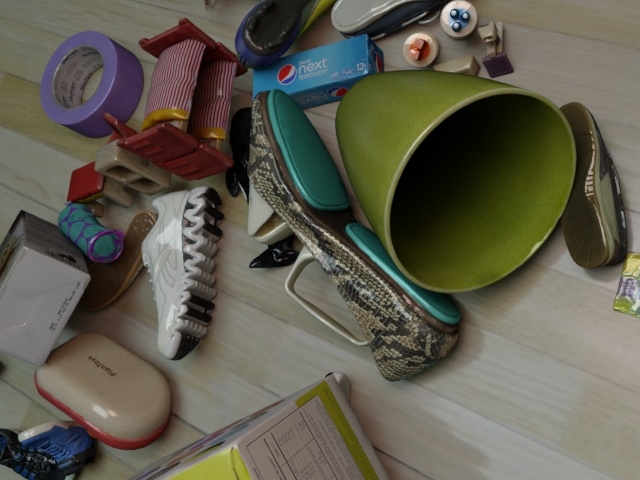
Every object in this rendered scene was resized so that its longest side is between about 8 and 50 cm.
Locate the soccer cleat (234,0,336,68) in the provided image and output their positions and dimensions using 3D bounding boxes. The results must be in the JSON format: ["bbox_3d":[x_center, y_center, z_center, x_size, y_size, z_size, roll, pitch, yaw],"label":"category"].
[{"bbox_3d":[-0.037,-0.389,1.328,0.093,0.121,0.289,45,69,-8],"label":"soccer cleat"}]

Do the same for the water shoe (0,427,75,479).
[{"bbox_3d":[-0.515,0.382,1.410,0.203,0.080,0.072,11,82,30],"label":"water shoe"}]

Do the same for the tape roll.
[{"bbox_3d":[-0.436,-0.297,1.550,0.189,0.080,0.188,-7,74,27],"label":"tape roll"}]

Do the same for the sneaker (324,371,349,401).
[{"bbox_3d":[-0.040,0.285,1.183,0.121,0.079,0.216,13,84,29],"label":"sneaker"}]

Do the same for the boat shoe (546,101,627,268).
[{"bbox_3d":[0.355,-0.071,1.075,0.080,0.073,0.223,-23,68,48],"label":"boat shoe"}]

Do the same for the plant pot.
[{"bbox_3d":[0.140,-0.121,1.102,0.274,0.275,0.293,-51,38,7],"label":"plant pot"}]

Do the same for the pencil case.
[{"bbox_3d":[-0.396,-0.015,1.398,0.070,0.064,0.152,-40,42,-17],"label":"pencil case"}]

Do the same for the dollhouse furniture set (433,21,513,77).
[{"bbox_3d":[0.218,-0.294,1.209,0.114,0.091,0.081,-12,56,28],"label":"dollhouse furniture set"}]

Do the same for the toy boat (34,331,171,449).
[{"bbox_3d":[-0.354,0.267,1.336,0.231,0.151,0.151,28,127,23],"label":"toy boat"}]

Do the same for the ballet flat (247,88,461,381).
[{"bbox_3d":[0.000,0.000,1.183,0.182,0.164,0.482,-44,70,22],"label":"ballet flat"}]

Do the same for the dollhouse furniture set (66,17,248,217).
[{"bbox_3d":[-0.309,-0.193,1.370,0.374,0.152,0.201,-15,61,38],"label":"dollhouse furniture set"}]

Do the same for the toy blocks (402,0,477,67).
[{"bbox_3d":[0.172,-0.300,1.185,0.123,0.148,0.054,-35,95,16],"label":"toy blocks"}]

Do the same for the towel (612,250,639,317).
[{"bbox_3d":[0.414,0.057,1.044,0.060,0.009,0.083,16,84,29],"label":"towel"}]

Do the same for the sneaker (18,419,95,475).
[{"bbox_3d":[-0.425,0.343,1.332,0.058,0.152,0.084,-23,73,17],"label":"sneaker"}]

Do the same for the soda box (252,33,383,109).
[{"bbox_3d":[-0.005,-0.265,1.319,0.210,0.067,0.071,-9,72,26],"label":"soda box"}]

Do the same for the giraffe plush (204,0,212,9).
[{"bbox_3d":[-0.150,-0.486,1.394,0.171,0.210,0.181,12,58,25],"label":"giraffe plush"}]

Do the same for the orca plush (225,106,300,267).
[{"bbox_3d":[-0.112,-0.098,1.310,0.151,0.102,0.287,-7,74,26],"label":"orca plush"}]

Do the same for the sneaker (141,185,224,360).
[{"bbox_3d":[-0.235,0.052,1.326,0.118,0.110,0.292,0,69,14],"label":"sneaker"}]

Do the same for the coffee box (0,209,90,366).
[{"bbox_3d":[-0.491,0.070,1.377,0.168,0.119,0.297,-61,24,1],"label":"coffee box"}]

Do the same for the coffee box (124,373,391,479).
[{"bbox_3d":[-0.091,0.409,0.978,0.338,0.334,0.338,-30,84,18],"label":"coffee box"}]

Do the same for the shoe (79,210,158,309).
[{"bbox_3d":[-0.343,0.038,1.431,0.076,0.058,0.219,44,104,9],"label":"shoe"}]

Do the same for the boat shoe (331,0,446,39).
[{"bbox_3d":[0.142,-0.380,1.265,0.255,0.079,0.095,-26,68,23],"label":"boat shoe"}]
